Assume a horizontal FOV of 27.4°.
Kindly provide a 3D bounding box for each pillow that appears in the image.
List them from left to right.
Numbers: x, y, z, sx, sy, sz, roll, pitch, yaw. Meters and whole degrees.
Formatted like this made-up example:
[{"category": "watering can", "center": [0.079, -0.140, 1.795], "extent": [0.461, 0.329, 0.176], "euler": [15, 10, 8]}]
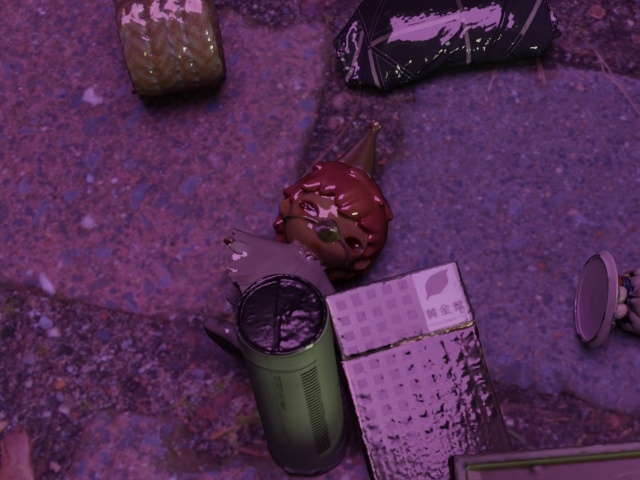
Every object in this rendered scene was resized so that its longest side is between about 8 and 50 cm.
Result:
[{"category": "pillow", "center": [0.184, -0.316, 1.947], "extent": [0.335, 0.092, 0.161], "euler": [-10, 64, -1]}]

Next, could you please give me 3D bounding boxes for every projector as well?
[{"category": "projector", "center": [-0.029, 0.168, 1.549], "extent": [0.108, 0.337, 0.108], "euler": [-2, 58, 4]}]

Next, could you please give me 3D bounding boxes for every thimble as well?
[{"category": "thimble", "center": [-0.222, -0.323, 1.913], "extent": [0.148, 0.196, 0.229], "euler": [-10, 62, -1]}]

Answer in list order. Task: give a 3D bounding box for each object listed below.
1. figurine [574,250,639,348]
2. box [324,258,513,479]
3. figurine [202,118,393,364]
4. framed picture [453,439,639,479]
[{"category": "figurine", "center": [0.423, 0.085, 1.706], "extent": [0.154, 0.132, 0.132], "euler": [7, 60, -9]}, {"category": "box", "center": [0.128, 0.202, 1.632], "extent": [0.180, 0.047, 0.325], "euler": [-15, 80, -5]}, {"category": "figurine", "center": [0.000, 0.000, 1.741], "extent": [0.207, 0.166, 0.387], "euler": [37, 71, 3]}, {"category": "framed picture", "center": [0.384, 0.388, 1.494], "extent": [0.446, 0.028, 0.326], "euler": [-6, 74, 13]}]
